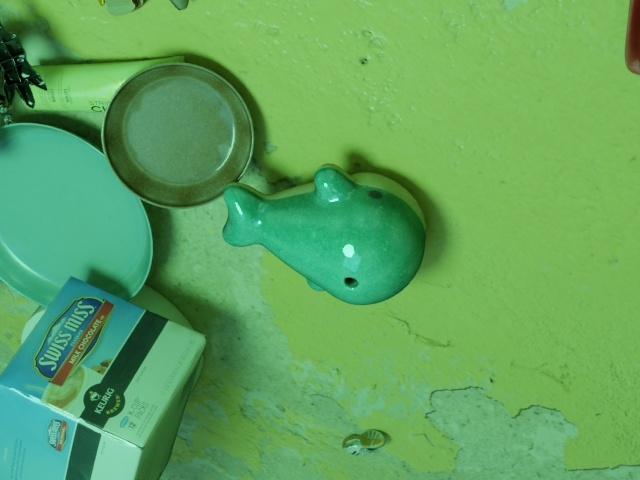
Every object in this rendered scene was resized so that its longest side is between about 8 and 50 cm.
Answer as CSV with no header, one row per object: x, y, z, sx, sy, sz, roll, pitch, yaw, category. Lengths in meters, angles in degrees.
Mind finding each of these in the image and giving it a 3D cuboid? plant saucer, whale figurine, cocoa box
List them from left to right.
-0.382,-0.035,1.884,0.318,0.043,0.317,10,123,15,plant saucer
-0.343,0.272,1.917,0.228,0.231,0.347,25,137,4,cocoa box
-0.186,-0.140,1.691,0.199,0.036,0.198,0,111,-1,plant saucer
0.000,0.000,1.683,0.272,0.141,0.216,9,134,2,whale figurine

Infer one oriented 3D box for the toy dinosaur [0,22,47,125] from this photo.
-0.489,-0.236,1.721,0.218,0.164,0.322,30,149,61,toy dinosaur

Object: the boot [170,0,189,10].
-0.154,-0.335,1.552,0.087,0.042,0.118,-3,128,26,boot

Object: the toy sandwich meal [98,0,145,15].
-0.260,-0.323,1.625,0.086,0.029,0.085,14,134,15,toy sandwich meal

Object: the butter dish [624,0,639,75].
0.392,-0.204,1.336,0.160,0.118,0.160,11,134,18,butter dish

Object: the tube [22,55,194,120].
-0.285,-0.205,1.728,0.240,0.062,0.070,3,160,18,tube

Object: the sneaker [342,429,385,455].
0.075,0.323,2.046,0.083,0.032,0.037,-14,136,41,sneaker

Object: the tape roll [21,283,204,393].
-0.333,0.184,2.074,0.286,0.100,0.286,14,133,15,tape roll
